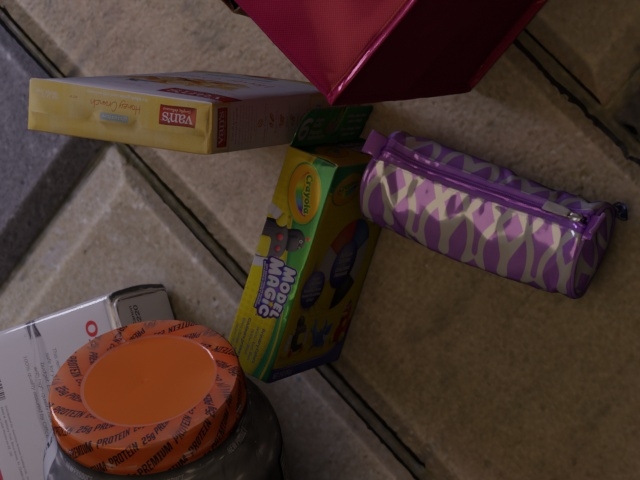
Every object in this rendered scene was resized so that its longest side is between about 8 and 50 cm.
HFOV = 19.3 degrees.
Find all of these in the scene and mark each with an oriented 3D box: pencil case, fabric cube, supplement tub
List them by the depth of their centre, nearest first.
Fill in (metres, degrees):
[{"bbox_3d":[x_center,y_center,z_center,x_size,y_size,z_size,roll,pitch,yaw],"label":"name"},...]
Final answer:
[{"bbox_3d":[0.055,-0.284,1.416,0.258,0.254,0.259,48,114,16],"label":"fabric cube"},{"bbox_3d":[0.132,-0.022,1.488,0.206,0.088,0.086,19,71,20],"label":"pencil case"},{"bbox_3d":[-0.114,0.231,1.531,0.193,0.193,0.316,11,131,27],"label":"supplement tub"}]

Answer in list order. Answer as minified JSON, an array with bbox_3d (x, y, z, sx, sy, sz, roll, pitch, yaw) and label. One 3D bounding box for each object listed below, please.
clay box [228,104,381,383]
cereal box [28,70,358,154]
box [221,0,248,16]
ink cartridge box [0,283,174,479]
[{"bbox_3d":[0.000,0.000,1.548,0.053,0.127,0.222,26,108,23],"label":"clay box"},{"bbox_3d":[-0.098,-0.107,1.525,0.173,0.240,0.047,9,100,27],"label":"cereal box"},{"bbox_3d":[-0.077,-0.227,1.523,0.164,0.201,0.021,44,103,17],"label":"box"},{"bbox_3d":[-0.226,0.144,1.707,0.218,0.092,0.158,-19,87,30],"label":"ink cartridge box"}]
